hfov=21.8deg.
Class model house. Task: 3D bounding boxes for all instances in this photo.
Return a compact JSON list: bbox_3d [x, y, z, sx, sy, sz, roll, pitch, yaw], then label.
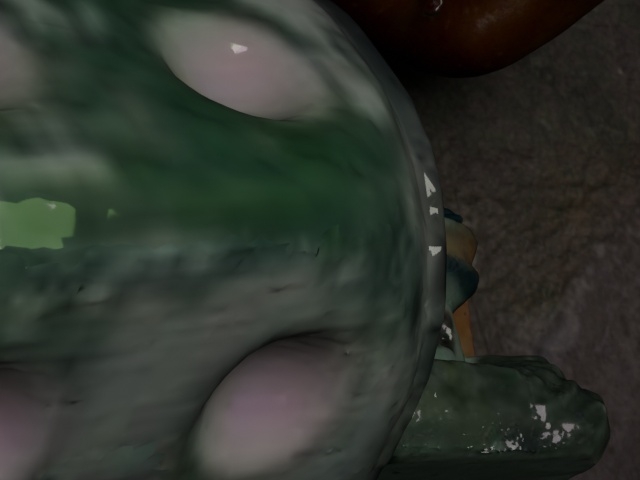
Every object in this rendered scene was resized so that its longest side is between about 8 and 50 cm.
[{"bbox_3d":[0.000,0.000,1.002,0.267,0.194,0.325,5,62,-25],"label":"model house"}]

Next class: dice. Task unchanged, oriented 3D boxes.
[{"bbox_3d":[-0.174,0.017,0.718,0.348,0.330,0.328,-3,41,-42],"label":"dice"}]

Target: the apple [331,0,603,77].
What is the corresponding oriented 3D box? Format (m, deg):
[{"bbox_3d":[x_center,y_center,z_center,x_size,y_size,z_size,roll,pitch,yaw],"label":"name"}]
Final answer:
[{"bbox_3d":[0.100,-0.271,1.096,0.288,0.288,0.317,32,43,-12],"label":"apple"}]
